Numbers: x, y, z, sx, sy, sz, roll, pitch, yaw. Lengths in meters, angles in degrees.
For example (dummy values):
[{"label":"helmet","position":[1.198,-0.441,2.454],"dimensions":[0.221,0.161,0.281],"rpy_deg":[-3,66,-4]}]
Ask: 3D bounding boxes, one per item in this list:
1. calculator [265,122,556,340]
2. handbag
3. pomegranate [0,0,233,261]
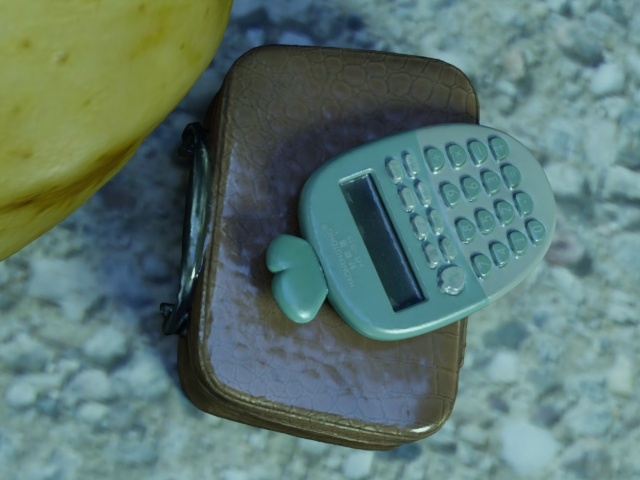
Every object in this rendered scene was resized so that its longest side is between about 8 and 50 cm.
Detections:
[{"label":"calculator","position":[0.043,-0.004,0.943],"dimensions":[0.153,0.021,0.095],"rpy_deg":[-22,83,-18]},{"label":"handbag","position":[0.000,0.000,0.980],"dimensions":[0.151,0.072,0.193],"rpy_deg":[11,77,-11]},{"label":"pomegranate","position":[-0.227,-0.143,0.782],"dimensions":[0.410,0.410,0.410],"rpy_deg":[3,77,-13]}]
